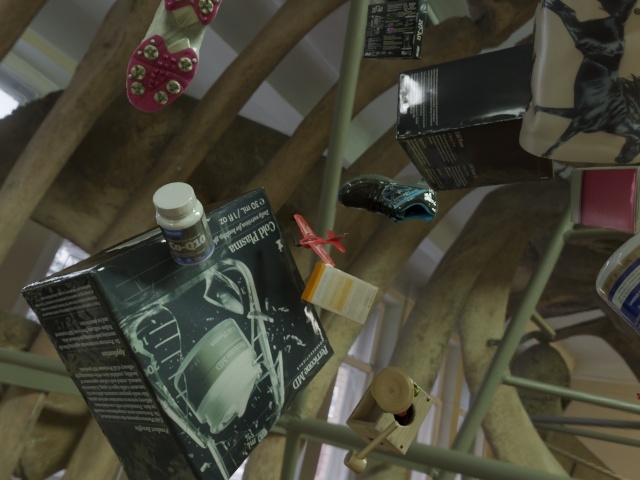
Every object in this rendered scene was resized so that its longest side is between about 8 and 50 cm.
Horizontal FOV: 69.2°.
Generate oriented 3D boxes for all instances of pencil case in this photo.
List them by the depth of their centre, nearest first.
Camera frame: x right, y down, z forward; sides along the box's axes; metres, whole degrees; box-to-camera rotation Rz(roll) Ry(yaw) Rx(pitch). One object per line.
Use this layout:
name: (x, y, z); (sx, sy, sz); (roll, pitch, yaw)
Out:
pencil case: (0.298, -0.276, 0.490); (0.160, 0.183, 0.410); (0, -61, 22)

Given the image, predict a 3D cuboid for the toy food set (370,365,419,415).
toy food set: (0.129, 0.265, 0.819); (0.020, 0.083, 0.082); (21, 23, -50)

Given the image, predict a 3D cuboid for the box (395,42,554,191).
box: (0.385, -0.271, 1.123); (0.313, 0.178, 0.343); (-2, -17, 27)

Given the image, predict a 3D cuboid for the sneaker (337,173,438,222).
sneaker: (0.225, -0.135, 1.550); (0.341, 0.139, 0.125); (1, -42, 2)

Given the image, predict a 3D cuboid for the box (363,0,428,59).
box: (0.093, -0.267, 0.592); (0.018, 0.067, 0.083); (-10, 21, -42)

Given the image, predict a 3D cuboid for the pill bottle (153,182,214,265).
pill bottle: (-0.233, -0.027, 0.792); (0.078, 0.078, 0.137); (10, -41, 12)

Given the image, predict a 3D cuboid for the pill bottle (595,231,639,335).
pill bottle: (0.501, 0.108, 0.578); (0.153, 0.264, 0.153); (-14, -45, -14)

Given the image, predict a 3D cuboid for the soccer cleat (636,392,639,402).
soccer cleat: (0.623, 0.288, 0.863); (0.083, 0.035, 0.029); (-17, -8, -24)

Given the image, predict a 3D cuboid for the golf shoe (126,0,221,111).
golf shoe: (-0.285, -0.397, 0.915); (0.115, 0.306, 0.140); (27, 17, -26)

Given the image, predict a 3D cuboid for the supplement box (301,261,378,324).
supplement box: (0.029, 0.079, 0.698); (0.098, 0.062, 0.036); (26, -8, -16)

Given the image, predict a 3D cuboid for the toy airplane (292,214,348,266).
toy airplane: (0.000, 0.000, 1.003); (0.151, 0.151, 0.028); (21, -50, -15)

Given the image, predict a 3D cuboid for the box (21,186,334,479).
box: (-0.272, 0.193, 1.043); (0.297, 0.480, 0.471); (-12, -74, 36)

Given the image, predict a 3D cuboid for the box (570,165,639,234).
box: (0.634, -0.087, 0.934); (0.149, 0.126, 0.232); (-1, 7, 2)

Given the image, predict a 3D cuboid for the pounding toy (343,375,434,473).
pounding toy: (0.133, 0.378, 0.918); (0.094, 0.206, 0.181); (44, -28, -7)
